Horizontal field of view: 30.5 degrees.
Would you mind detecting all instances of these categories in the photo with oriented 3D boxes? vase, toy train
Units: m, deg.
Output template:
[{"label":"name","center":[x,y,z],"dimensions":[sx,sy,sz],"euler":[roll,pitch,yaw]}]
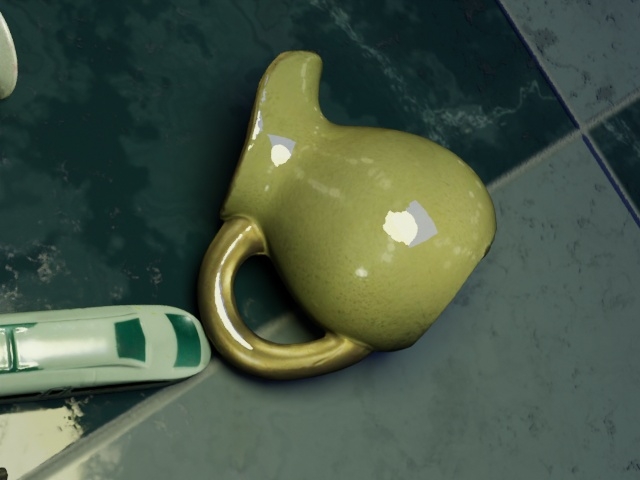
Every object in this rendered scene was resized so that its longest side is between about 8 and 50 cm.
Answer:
[{"label":"vase","center":[0.000,0.000,1.275],"dimensions":[0.302,0.241,0.329],"euler":[36,81,2]},{"label":"toy train","center":[-0.282,0.109,1.144],"dimensions":[0.407,0.088,0.086],"euler":[-3,73,-30]}]

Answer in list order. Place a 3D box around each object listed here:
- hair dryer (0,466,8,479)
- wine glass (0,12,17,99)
[{"label":"hair dryer","center":[-0.346,0.207,1.113],"dimensions":[0.079,0.031,0.083],"euler":[-12,70,-42]},{"label":"wine glass","center":[-0.411,-0.165,1.140],"dimensions":[0.196,0.165,0.165],"euler":[-27,86,-38]}]
